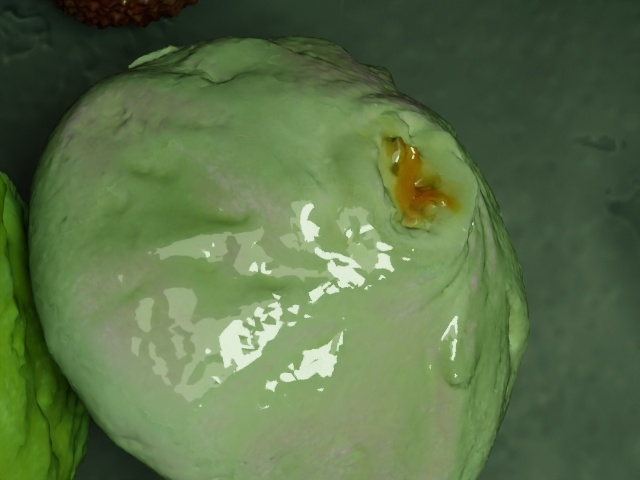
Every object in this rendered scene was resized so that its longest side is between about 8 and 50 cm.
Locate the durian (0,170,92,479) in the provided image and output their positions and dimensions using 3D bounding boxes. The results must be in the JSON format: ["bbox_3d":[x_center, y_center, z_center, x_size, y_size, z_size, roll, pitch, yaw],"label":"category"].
[{"bbox_3d":[-0.232,0.079,0.919,0.204,0.340,0.256,8,60,18],"label":"durian"}]

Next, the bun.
[{"bbox_3d":[0.000,0.000,0.904,0.293,0.293,0.187,46,124,2],"label":"bun"}]

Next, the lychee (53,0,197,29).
[{"bbox_3d":[-0.108,-0.182,1.003,0.123,0.123,0.129,36,84,1],"label":"lychee"}]
